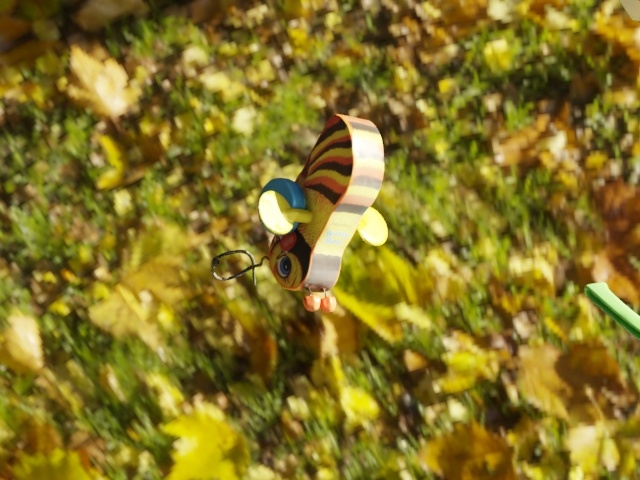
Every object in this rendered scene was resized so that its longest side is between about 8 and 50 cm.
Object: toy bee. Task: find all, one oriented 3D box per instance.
[{"bbox_3d":[0.000,0.000,1.848,0.195,0.298,0.162,-11,53,-26],"label":"toy bee"}]

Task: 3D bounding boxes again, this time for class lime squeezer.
[{"bbox_3d":[0.301,0.155,1.173,0.110,0.059,0.310,-1,57,-15],"label":"lime squeezer"}]

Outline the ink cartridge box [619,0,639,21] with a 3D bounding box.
[{"bbox_3d":[0.225,-0.212,0.738,0.117,0.207,0.283,-45,24,-13],"label":"ink cartridge box"}]
